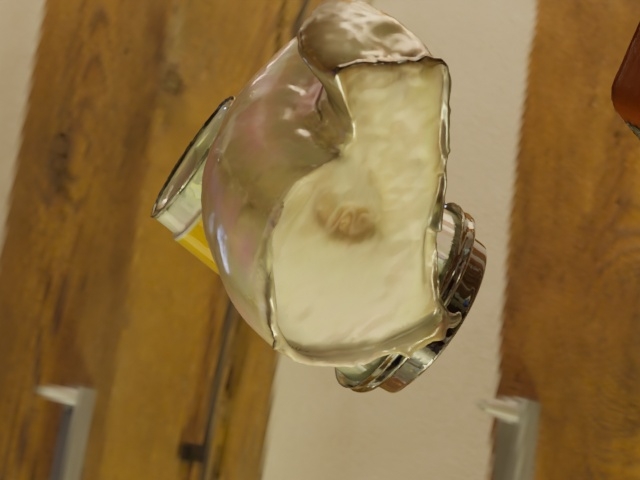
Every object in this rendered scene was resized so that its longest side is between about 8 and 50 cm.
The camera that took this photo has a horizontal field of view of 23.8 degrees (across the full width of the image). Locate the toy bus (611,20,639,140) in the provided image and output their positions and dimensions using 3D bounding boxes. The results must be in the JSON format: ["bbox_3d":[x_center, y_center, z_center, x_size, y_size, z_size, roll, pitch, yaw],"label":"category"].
[{"bbox_3d":[0.278,-0.224,0.804,0.093,0.092,0.408,38,-72,61],"label":"toy bus"}]

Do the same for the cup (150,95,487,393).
[{"bbox_3d":[0.000,0.000,1.353,0.196,0.280,0.196,-51,-167,17],"label":"cup"}]

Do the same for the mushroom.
[{"bbox_3d":[-0.026,-0.035,0.970,0.173,0.162,0.236,31,-41,37],"label":"mushroom"}]
